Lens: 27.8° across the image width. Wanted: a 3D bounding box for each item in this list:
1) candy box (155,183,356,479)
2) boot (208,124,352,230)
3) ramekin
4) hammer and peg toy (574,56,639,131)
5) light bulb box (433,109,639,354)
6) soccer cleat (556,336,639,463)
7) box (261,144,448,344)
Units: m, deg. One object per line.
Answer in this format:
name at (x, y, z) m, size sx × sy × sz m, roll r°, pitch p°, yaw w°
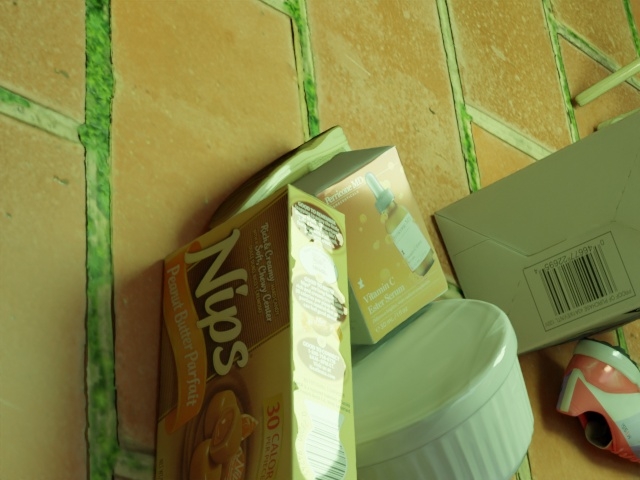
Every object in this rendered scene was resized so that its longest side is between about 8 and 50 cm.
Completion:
candy box at (-0.063, 0.126, 1.195) m, size 0.087 × 0.183 × 0.317 m, roll 29°, pitch 46°, yaw -38°
boot at (0.000, 0.000, 1.443) m, size 0.203 × 0.095 × 0.262 m, roll 59°, pitch 33°, yaw -6°
ramekin at (0.087, 0.180, 1.290) m, size 0.127 × 0.272 × 0.273 m, roll 64°, pitch 33°, yaw -18°
hammer and peg toy at (0.604, -0.173, 2.188) m, size 0.127 × 0.265 × 0.361 m, roll 30°, pitch 40°, yaw -68°
light bulb box at (0.416, -0.013, 1.735) m, size 0.361 × 0.358 × 0.225 m, roll -5°, pitch 73°, yaw -51°
soccer cleat at (0.427, 0.259, 1.803) m, size 0.318 × 0.108 × 0.116 m, roll 45°, pitch 69°, yaw -37°
box at (0.037, 0.005, 1.353) m, size 0.130 × 0.091 × 0.171 m, roll -34°, pitch 109°, yaw -36°
